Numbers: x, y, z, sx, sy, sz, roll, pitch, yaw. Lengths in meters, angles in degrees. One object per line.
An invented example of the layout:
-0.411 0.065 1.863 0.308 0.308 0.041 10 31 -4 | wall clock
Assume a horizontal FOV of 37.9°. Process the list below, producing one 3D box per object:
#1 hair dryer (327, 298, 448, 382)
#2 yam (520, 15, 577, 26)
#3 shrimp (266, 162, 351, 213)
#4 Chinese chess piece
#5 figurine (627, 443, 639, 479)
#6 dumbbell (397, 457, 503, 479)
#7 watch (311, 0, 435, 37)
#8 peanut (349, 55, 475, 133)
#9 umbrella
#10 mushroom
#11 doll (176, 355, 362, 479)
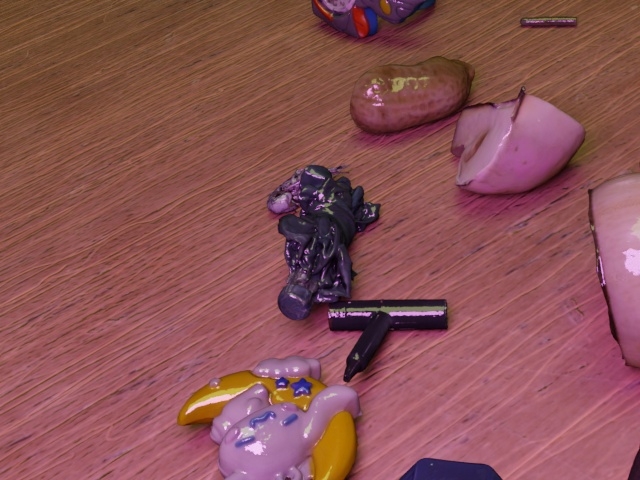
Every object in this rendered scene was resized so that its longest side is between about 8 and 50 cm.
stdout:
0.088 0.138 1.283 0.173 0.050 0.195 -4 24 10 | hair dryer
0.471 -0.453 1.922 0.116 0.021 0.021 4 43 16 | yam
-0.019 -0.095 1.597 0.165 0.056 0.065 -29 28 -6 | shrimp
0.420 0.039 1.204 0.104 0.257 0.257 -11 39 20 | Chinese chess piece
0.367 0.307 1.033 0.245 0.110 0.138 -44 33 -24 | figurine
0.121 0.386 0.961 0.156 0.143 0.316 4 44 16 | dumbbell
0.150 -0.575 1.991 0.305 0.241 0.274 25 38 33 | watch
0.170 -0.273 1.709 0.253 0.122 0.137 -14 33 -8 | peanut
0.003 -0.001 1.412 0.143 0.094 0.349 19 32 4 | umbrella
0.320 -0.130 1.531 0.162 0.173 0.236 -67 15 -4 | mushroom
-0.064 0.246 1.180 0.252 0.111 0.237 -17 42 -21 | doll
